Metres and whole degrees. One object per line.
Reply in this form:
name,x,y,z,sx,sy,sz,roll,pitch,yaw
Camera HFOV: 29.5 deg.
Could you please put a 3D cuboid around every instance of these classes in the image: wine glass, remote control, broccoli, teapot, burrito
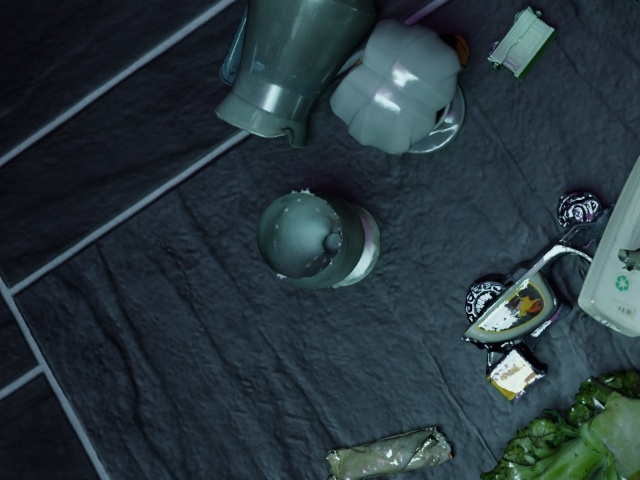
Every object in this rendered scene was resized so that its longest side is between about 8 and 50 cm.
wine glass,0.000,0.000,1.506,0.127,0.241,0.126,0,89,13
remote control,0.386,-0.002,1.447,0.090,0.049,0.230,31,73,-16
broccoli,0.349,0.269,1.382,0.304,0.283,0.321,26,64,28
teapot,-0.047,-0.250,1.582,0.203,0.171,0.225,36,106,46
burrito,0.086,0.280,1.574,0.171,0.042,0.051,-16,80,17

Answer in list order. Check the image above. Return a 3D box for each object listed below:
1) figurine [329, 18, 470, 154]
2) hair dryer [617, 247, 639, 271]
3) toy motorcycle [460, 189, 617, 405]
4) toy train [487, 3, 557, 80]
figurine,0.111,-0.186,1.483,0.133,0.236,0.176,32,98,15
hair dryer,0.445,-0.013,1.430,0.088,0.225,0.218,-11,51,52
toy motorcycle,0.287,0.063,1.504,0.263,0.091,0.157,-45,85,12
toy train,0.257,-0.250,1.548,0.056,0.038,0.093,39,98,11
